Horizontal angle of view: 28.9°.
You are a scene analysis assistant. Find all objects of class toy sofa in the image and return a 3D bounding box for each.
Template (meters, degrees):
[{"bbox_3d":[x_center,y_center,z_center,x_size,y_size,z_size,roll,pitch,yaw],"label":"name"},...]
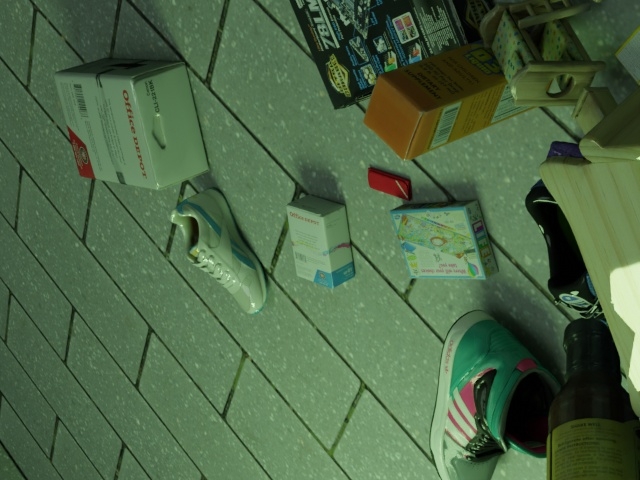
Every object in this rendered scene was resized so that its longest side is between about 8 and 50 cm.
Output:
[{"bbox_3d":[0.379,0.019,1.252,0.177,0.150,0.363,0,122,51],"label":"toy sofa"}]

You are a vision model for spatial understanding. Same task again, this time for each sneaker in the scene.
[{"bbox_3d":[0.247,0.257,1.666,0.178,0.123,0.296,37,137,48],"label":"sneaker"},{"bbox_3d":[-0.172,0.029,2.099,0.229,0.092,0.087,60,144,5],"label":"sneaker"},{"bbox_3d":[0.330,0.063,1.402,0.330,0.147,0.130,60,146,6],"label":"sneaker"}]

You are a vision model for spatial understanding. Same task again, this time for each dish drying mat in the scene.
[{"bbox_3d":[0.096,-0.079,1.746,0.083,0.008,0.032,21,128,45],"label":"dish drying mat"}]

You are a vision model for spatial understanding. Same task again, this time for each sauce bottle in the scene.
[{"bbox_3d":[0.312,0.241,1.407,0.111,0.344,0.111,6,142,5],"label":"sauce bottle"}]

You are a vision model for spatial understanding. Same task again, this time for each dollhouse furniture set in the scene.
[{"bbox_3d":[0.256,-0.214,1.300,0.161,0.101,0.182,105,156,-44],"label":"dollhouse furniture set"}]

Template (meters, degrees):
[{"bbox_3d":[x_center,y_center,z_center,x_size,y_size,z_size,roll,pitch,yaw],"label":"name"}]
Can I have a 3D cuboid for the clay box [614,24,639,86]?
[{"bbox_3d":[0.399,-0.209,1.218,0.127,0.053,0.222,55,145,13],"label":"clay box"}]

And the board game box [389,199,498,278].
[{"bbox_3d":[0.166,0.000,1.686,0.154,0.026,0.103,-1,110,53],"label":"board game box"}]

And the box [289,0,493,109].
[{"bbox_3d":[0.066,-0.338,1.565,0.293,0.073,0.296,-14,100,56],"label":"box"}]

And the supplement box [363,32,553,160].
[{"bbox_3d":[0.162,-0.169,1.399,0.078,0.233,0.080,45,138,27],"label":"supplement box"}]

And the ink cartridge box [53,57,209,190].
[{"bbox_3d":[-0.327,-0.205,2.138,0.272,0.114,0.197,13,120,50],"label":"ink cartridge box"}]

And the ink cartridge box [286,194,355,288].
[{"bbox_3d":[0.000,0.000,1.886,0.088,0.052,0.122,19,127,46],"label":"ink cartridge box"}]
